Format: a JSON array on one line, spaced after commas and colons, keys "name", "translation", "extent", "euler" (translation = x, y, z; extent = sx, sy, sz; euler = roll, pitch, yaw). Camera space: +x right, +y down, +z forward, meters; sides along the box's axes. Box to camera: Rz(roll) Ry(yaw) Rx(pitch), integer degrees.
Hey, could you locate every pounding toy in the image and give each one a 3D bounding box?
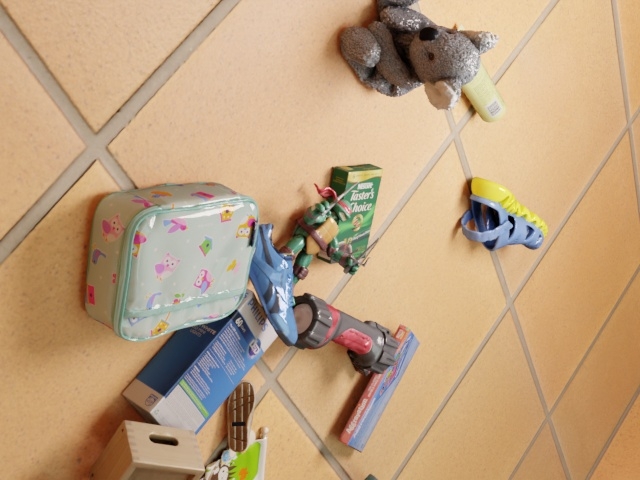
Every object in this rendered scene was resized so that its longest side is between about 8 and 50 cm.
[{"name": "pounding toy", "translation": [-0.272, 0.391, 1.506], "extent": [0.181, 0.094, 0.206], "euler": [17, 121, -34]}]

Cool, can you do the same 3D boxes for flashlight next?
[{"name": "flashlight", "translation": [0.042, 0.190, 1.828], "extent": [0.103, 0.103, 0.304], "euler": [-43, 139, 12]}]

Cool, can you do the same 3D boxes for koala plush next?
[{"name": "koala plush", "translation": [0.189, -0.326, 1.654], "extent": [0.196, 0.221, 0.203], "euler": [-56, 143, -16]}]

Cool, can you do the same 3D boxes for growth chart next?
[{"name": "growth chart", "translation": [-0.179, 0.461, 1.777], "extent": [0.237, 0.021, 0.172], "euler": [-31, 132, -42]}]

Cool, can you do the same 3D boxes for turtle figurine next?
[{"name": "turtle figurine", "translation": [0.000, 0.000, 1.679], "extent": [0.234, 0.118, 0.175], "euler": [-45, 125, -4]}]

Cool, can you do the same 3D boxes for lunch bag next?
[{"name": "lunch bag", "translation": [-0.215, 0.031, 1.424], "extent": [0.279, 0.108, 0.224], "euler": [-10, 116, -50]}]

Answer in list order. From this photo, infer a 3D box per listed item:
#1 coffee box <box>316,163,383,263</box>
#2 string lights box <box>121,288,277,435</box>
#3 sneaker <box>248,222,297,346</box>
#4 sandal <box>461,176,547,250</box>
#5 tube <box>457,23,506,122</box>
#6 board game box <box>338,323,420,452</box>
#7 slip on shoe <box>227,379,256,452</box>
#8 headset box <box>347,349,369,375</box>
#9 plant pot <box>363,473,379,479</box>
[{"name": "coffee box", "translation": [0.056, -0.051, 1.786], "extent": [0.113, 0.040, 0.184], "euler": [-8, 114, -50]}, {"name": "string lights box", "translation": [-0.193, 0.204, 1.572], "extent": [0.259, 0.077, 0.133], "euler": [-50, 141, -23]}, {"name": "sneaker", "translation": [-0.071, 0.072, 1.574], "extent": [0.082, 0.069, 0.209], "euler": [-23, 91, -3]}, {"name": "sandal", "translation": [0.419, -0.036, 2.207], "extent": [0.317, 0.126, 0.138], "euler": [27, 90, -46]}, {"name": "tube", "translation": [0.317, -0.338, 1.961], "extent": [0.240, 0.062, 0.070], "euler": [44, 29, -47]}, {"name": "board game box", "translation": [0.132, 0.327, 2.073], "extent": [0.281, 0.027, 0.145], "euler": [-60, 159, -10]}, {"name": "slip on shoe", "translation": [-0.145, 0.318, 1.730], "extent": [0.041, 0.051, 0.135], "euler": [-113, -155, -80]}, {"name": "headset box", "translation": [0.095, 0.242, 2.001], "extent": [0.062, 0.032, 0.083], "euler": [-50, 142, -23]}, {"name": "plant pot", "translation": [0.117, 0.705, 2.081], "extent": [0.235, 0.293, 0.293], "euler": [-39, 138, -11]}]
